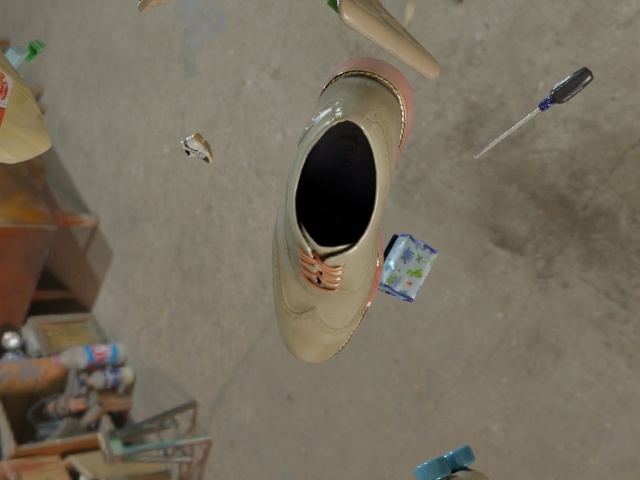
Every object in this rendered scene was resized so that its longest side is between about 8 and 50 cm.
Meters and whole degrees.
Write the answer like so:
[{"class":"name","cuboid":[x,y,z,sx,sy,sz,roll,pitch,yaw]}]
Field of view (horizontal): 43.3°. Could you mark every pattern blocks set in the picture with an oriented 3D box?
[{"class":"pattern blocks set","cuboid":[-0.539,-0.183,1.238,0.325,0.026,0.285,-48,16,5]}]

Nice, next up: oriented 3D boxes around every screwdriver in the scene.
[{"class":"screwdriver","cuboid":[0.252,-0.149,0.969,0.170,0.025,0.024,-37,90,20]}]

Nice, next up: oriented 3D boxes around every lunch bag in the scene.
[{"class":"lunch bag","cuboid":[0.173,0.057,1.749,0.129,0.096,0.151,-61,8,-4]}]

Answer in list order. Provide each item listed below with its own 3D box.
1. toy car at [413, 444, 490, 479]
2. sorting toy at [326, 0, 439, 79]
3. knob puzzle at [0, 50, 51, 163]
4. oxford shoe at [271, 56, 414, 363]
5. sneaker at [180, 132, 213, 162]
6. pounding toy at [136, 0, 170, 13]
[{"class":"toy car","cuboid":[0.241,0.587,1.703,0.238,0.210,0.219,-37,69,33]},{"class":"sorting toy","cuboid":[0.022,-0.346,1.122,0.041,0.307,0.229,-47,46,23]},{"class":"knob puzzle","cuboid":[-0.385,-0.157,0.899,0.030,0.213,0.213,-31,64,20]},{"class":"oxford shoe","cuboid":[0.000,0.000,0.904,0.140,0.146,0.397,14,123,9]},{"class":"sneaker","cuboid":[-0.202,-0.149,1.317,0.037,0.083,0.032,-20,65,7]},{"class":"pounding toy","cuboid":[-0.223,-0.493,1.338,0.155,0.269,0.154,58,150,-5]}]
